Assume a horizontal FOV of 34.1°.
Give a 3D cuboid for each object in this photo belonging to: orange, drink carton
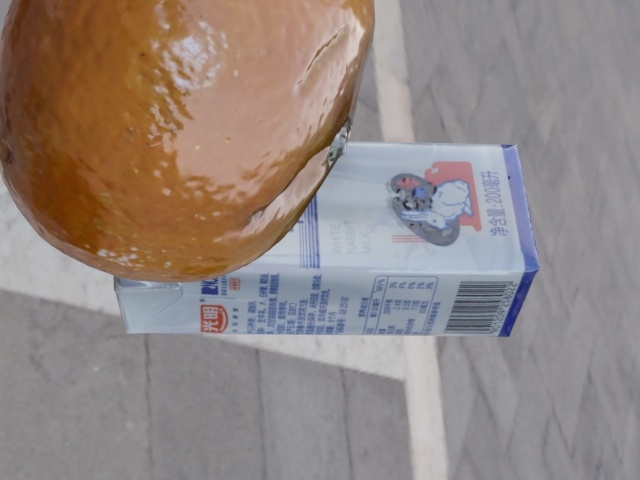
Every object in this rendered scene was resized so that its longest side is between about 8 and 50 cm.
[{"bbox_3d":[-0.063,-0.083,0.520,0.224,0.170,0.224,-158,-90,-85],"label":"orange"},{"bbox_3d":[0.000,0.000,0.822,0.106,0.315,0.130,97,-8,-53],"label":"drink carton"}]
